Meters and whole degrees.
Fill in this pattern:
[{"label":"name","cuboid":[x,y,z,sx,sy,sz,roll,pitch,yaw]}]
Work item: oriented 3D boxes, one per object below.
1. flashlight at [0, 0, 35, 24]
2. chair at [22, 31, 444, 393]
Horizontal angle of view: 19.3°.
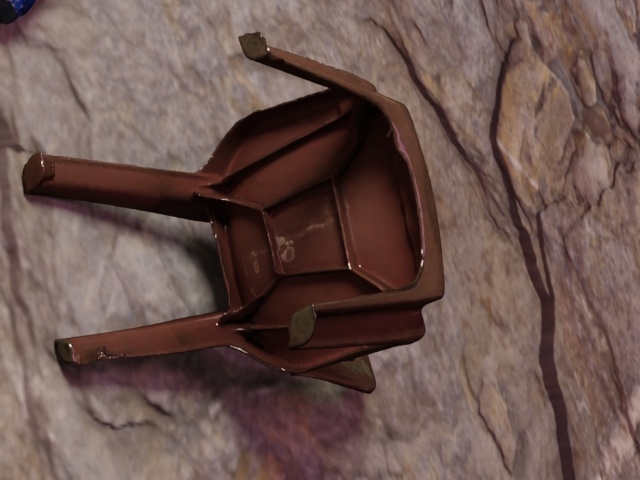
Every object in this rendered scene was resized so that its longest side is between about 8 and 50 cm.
[{"label":"flashlight","cuboid":[-0.161,-0.168,1.094,0.057,0.035,0.121,56,34,-27]},{"label":"chair","cuboid":[0.000,0.000,1.132,0.326,0.183,0.176,2,74,-57]}]
